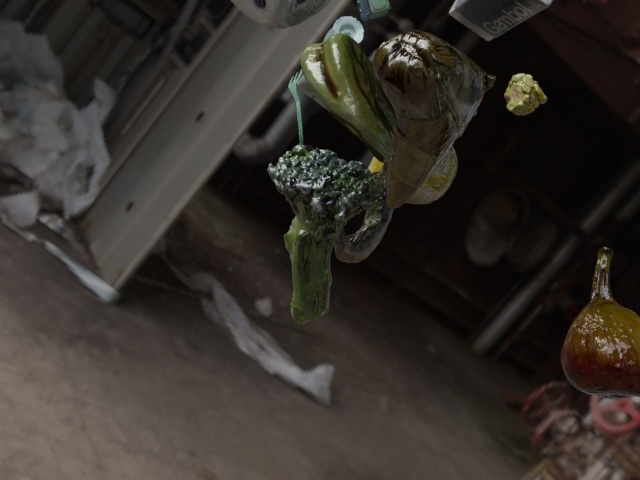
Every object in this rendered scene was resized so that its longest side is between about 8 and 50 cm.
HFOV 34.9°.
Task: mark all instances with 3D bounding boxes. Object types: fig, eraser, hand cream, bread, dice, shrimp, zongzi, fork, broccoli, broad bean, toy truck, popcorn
[{"bbox_3d":[0.564,0.176,1.956,0.191,0.191,0.290,35,48,-22],"label":"fig"},{"bbox_3d":[0.283,-0.376,1.591,0.092,0.046,0.212,32,-12,-11],"label":"eraser"},{"bbox_3d":[0.013,-0.289,1.725,0.085,0.058,0.331,34,-16,-2],"label":"hand cream"},{"bbox_3d":[0.228,-0.187,2.379,0.158,0.156,0.261,32,-20,-27],"label":"bread"},{"bbox_3d":[-0.069,-0.518,1.850,0.193,0.192,0.194,45,-34,11],"label":"dice"},{"bbox_3d":[0.091,-0.074,1.939,0.051,0.261,0.198,25,16,24],"label":"shrimp"},{"bbox_3d":[0.140,-0.184,1.641,0.134,0.288,0.286,35,12,24],"label":"zongzi"},{"bbox_3d":[-0.052,-0.306,2.310,0.021,0.039,0.235,29,41,-35],"label":"fork"},{"bbox_3d":[-0.006,0.002,1.579,0.165,0.304,0.145,14,34,12],"label":"broccoli"},{"bbox_3d":[0.056,-0.193,1.417,0.206,0.072,0.153,47,34,-29],"label":"broad bean"},{"bbox_3d":[0.108,-0.595,2.318,0.081,0.067,0.175,-178,-109,-79],"label":"toy truck"},{"bbox_3d":[0.484,-0.343,2.425,0.089,0.096,0.109,13,-19,-17],"label":"popcorn"}]
